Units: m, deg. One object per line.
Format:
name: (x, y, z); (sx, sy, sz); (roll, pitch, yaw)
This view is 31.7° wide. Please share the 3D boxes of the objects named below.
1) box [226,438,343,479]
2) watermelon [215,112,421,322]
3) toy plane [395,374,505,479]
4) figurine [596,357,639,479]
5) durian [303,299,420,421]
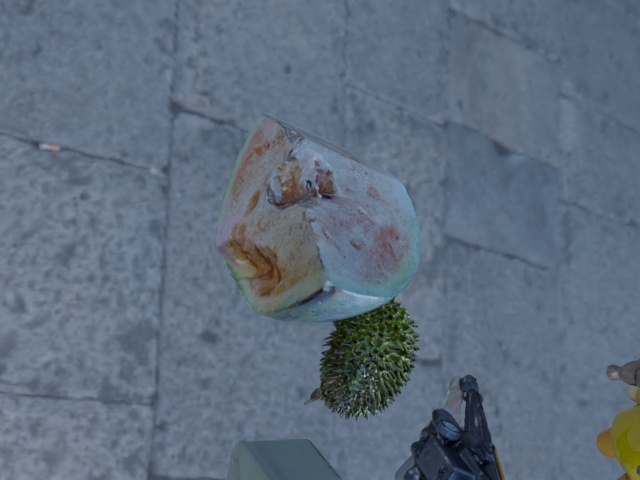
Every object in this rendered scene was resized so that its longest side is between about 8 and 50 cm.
box: (-0.024, 0.440, 1.142); (0.111, 0.396, 0.396); (4, 100, -19)
watermelon: (-0.005, 0.004, 1.352); (0.188, 0.175, 0.322); (26, 38, -29)
toy plane: (0.179, 0.308, 1.399); (0.103, 0.316, 0.204); (27, 100, -14)
figurine: (0.468, 0.224, 1.427); (0.187, 0.344, 0.215); (-3, 53, -26)
durian: (0.062, 0.181, 1.579); (0.095, 0.137, 0.221); (-66, 177, -56)
